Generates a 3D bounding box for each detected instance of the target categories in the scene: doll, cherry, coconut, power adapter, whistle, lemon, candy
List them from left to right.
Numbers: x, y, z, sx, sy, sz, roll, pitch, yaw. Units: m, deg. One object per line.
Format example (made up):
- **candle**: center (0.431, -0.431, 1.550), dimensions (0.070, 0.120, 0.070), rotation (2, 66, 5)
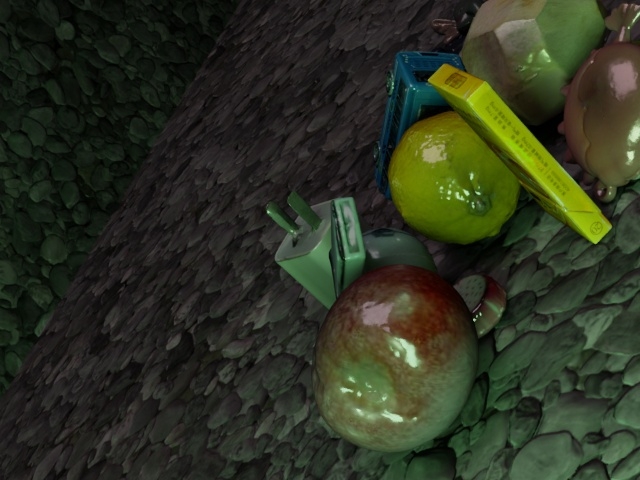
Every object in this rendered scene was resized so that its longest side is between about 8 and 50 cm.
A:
- **power adapter**: center (0.000, 0.000, 1.828), dimensions (0.130, 0.205, 0.125), rotation (-13, 40, 52)
- **whistle**: center (0.093, 0.040, 1.599), dimensions (0.163, 0.163, 0.290), rotation (-57, -15, -23)
- **cherry**: center (0.105, 0.142, 1.412), dimensions (0.206, 0.239, 0.239), rotation (22, 66, 28)
- **lemon**: center (0.195, -0.091, 1.642), dimensions (0.192, 0.192, 0.231), rotation (-44, 21, 7)
- **candy**: center (0.202, 0.091, 1.518), dimensions (0.103, 0.043, 0.103), rotation (-38, 24, 21)
- **coconut**: center (0.335, -0.287, 1.714), dimensions (0.237, 0.197, 0.237), rotation (-35, 20, 15)
- **doll**: center (0.390, -0.181, 1.486), dimensions (0.211, 0.093, 0.262), rotation (-5, 80, 57)

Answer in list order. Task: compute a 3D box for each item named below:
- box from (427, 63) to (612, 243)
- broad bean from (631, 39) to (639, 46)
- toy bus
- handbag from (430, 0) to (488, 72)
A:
- **box**: center (0.258, -0.114, 1.462), dimensions (0.043, 0.269, 0.152), rotation (-45, 23, 4)
- **broad bean**: center (0.456, -0.230, 1.548), dimensions (0.174, 0.082, 0.124), rotation (-3, 55, 59)
- **toy bus**: center (0.160, -0.172, 1.806), dimensions (0.134, 0.113, 0.246), rotation (-102, 17, -51)
- **handbag**: center (0.325, -0.397, 2.038), dimensions (0.326, 0.118, 0.269), rotation (-46, 21, -3)
